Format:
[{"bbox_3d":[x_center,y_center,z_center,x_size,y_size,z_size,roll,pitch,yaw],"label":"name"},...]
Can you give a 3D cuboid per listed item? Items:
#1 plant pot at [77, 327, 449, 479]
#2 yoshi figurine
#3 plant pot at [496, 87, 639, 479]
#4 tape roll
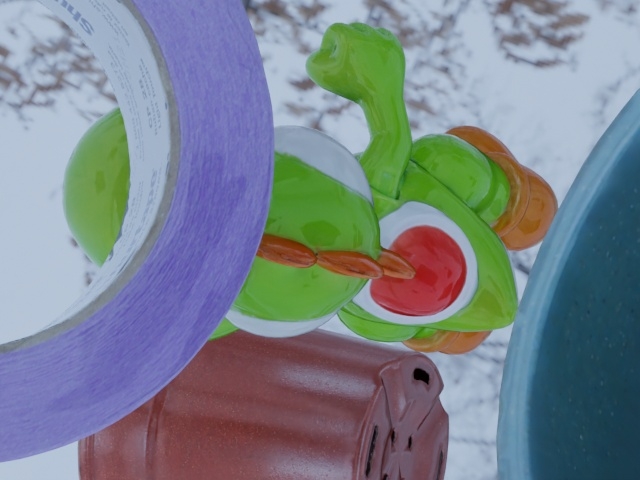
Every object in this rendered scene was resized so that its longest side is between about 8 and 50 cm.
[{"bbox_3d":[-0.039,0.186,1.527,0.272,0.265,0.272,-21,-66,-60],"label":"plant pot"},{"bbox_3d":[-0.016,-0.020,1.004,0.362,0.203,0.203,6,-113,-57],"label":"yoshi figurine"},{"bbox_3d":[0.294,0.097,0.584,0.334,0.341,0.341,38,-97,-39],"label":"plant pot"},{"bbox_3d":[-0.162,-0.041,0.710,0.275,0.090,0.275,2,-97,-19],"label":"tape roll"}]
